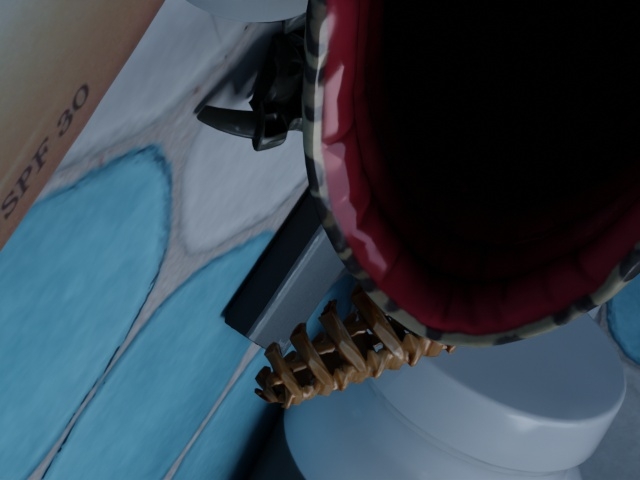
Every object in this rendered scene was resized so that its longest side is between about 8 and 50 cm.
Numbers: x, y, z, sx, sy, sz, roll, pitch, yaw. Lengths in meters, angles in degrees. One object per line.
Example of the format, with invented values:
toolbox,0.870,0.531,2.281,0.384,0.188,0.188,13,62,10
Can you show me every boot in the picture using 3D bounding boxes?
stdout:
boot,0.106,-0.170,0.545,0.377,0.138,0.284,111,4,-47

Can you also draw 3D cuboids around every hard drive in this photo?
hard drive,0.000,0.000,1.062,0.135,0.022,0.094,-56,167,-3

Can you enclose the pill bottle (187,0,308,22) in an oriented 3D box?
pill bottle,-0.014,-0.133,0.577,0.078,0.078,0.137,-48,165,-32

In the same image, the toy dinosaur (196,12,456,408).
toy dinosaur,0.079,-0.058,0.778,0.322,0.218,0.164,-38,158,-54

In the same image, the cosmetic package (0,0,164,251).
cosmetic package,-0.134,-0.054,0.228,0.153,0.129,0.296,-55,166,0

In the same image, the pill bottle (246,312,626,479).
pill bottle,0.048,0.196,1.289,0.210,0.210,0.363,-35,155,-57
